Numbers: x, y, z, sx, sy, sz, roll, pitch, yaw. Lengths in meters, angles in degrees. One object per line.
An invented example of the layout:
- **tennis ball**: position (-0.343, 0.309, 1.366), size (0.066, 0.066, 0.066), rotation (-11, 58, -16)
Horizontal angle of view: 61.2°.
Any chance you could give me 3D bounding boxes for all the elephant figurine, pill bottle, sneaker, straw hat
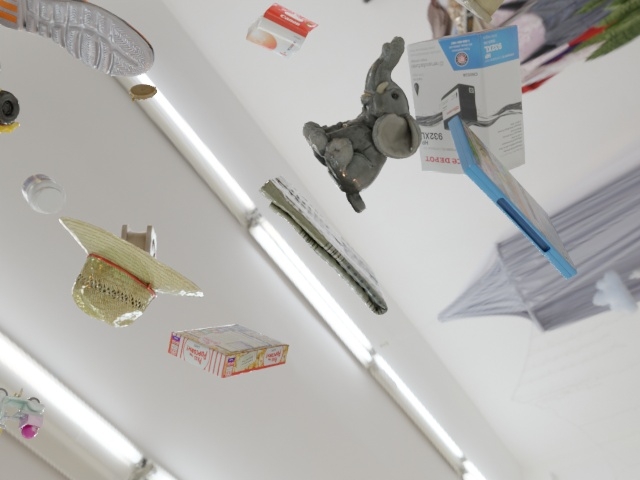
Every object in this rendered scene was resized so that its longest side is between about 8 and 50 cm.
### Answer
- **elephant figurine**: position (0.104, -0.209, 0.992), size (0.169, 0.239, 0.186), rotation (53, 178, 24)
- **pill bottle**: position (-0.548, -0.091, 1.076), size (0.120, 0.067, 0.067), rotation (25, 166, 50)
- **sneaker**: position (-0.455, -0.443, 1.046), size (0.321, 0.124, 0.180), rotation (25, -141, -11)
- **straw hat**: position (-0.181, 0.042, 0.477), size (0.144, 0.145, 0.061), rotation (42, -116, -39)

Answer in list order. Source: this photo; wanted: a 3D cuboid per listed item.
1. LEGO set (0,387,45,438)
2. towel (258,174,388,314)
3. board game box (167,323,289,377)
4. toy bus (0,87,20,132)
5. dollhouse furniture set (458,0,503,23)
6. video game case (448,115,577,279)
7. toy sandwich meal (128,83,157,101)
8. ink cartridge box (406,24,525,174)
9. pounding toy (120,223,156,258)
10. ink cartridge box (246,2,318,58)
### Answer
- **LEGO set**: position (-0.538, 0.318, 0.801), size (0.132, 0.287, 0.107), rotation (34, -149, -29)
- **towel**: position (0.000, 0.000, 1.072), size (0.324, 0.056, 0.312), rotation (47, -174, -6)
- **board game box**: position (-0.178, 0.214, 1.076), size (0.193, 0.147, 0.045), rotation (6, -83, -57)
- **toy bus**: position (-0.692, -0.254, 0.988), size (0.220, 0.150, 0.211), rotation (90, -167, -49)
- **dollhouse furniture set**: position (0.259, -0.511, 0.962), size (0.184, 0.129, 0.129), rotation (19, -150, -39)
- **video game case**: position (0.195, -0.046, 0.554), size (0.166, 0.015, 0.119), rotation (41, -151, -20)
- **toy sandwich meal**: position (-0.490, -0.407, 1.500), size (0.085, 0.086, 0.029), rotation (-96, 9, -45)
- **ink cartridge box**: position (0.333, -0.312, 1.243), size (0.129, 0.223, 0.307), rotation (-23, -68, -29)
- **pounding toy**: position (-0.537, 0.048, 1.503), size (0.269, 0.155, 0.154), rotation (139, 131, -73)
- **ink cartridge box**: position (-0.111, -0.593, 1.544), size (0.145, 0.179, 0.045), rotation (16, -100, -29)
